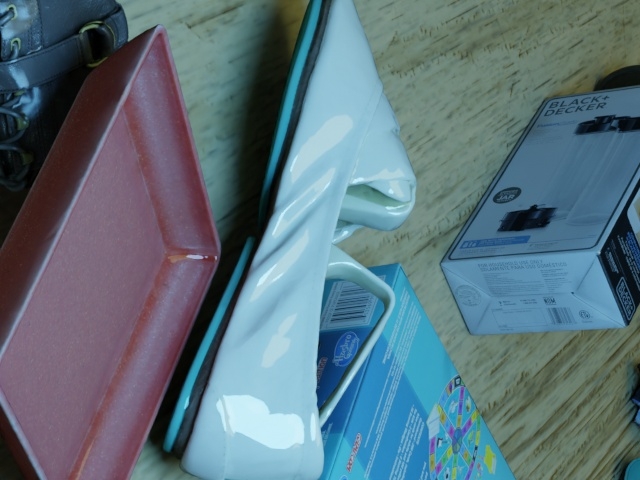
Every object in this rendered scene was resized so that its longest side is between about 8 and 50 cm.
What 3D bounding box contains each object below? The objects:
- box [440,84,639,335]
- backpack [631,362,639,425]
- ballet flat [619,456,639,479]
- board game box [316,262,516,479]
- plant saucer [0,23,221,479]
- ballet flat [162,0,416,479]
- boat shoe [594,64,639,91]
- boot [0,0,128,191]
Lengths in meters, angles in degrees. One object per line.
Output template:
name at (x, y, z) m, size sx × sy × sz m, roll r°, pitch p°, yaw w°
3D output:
box at (0.251, -0.035, 1.596) m, size 0.290 × 0.169 × 0.087 m, roll -52°, pitch 126°, yaw -42°
backpack at (0.409, 0.190, 1.870) m, size 0.114 × 0.105 × 0.084 m, roll 14°, pitch 98°, yaw -55°
ballet flat at (0.348, 0.366, 1.775) m, size 0.096 × 0.095 × 0.280 m, roll 61°, pitch 40°, yaw -51°
board game box at (0.066, 0.228, 1.354) m, size 0.336 × 0.079 × 0.254 m, roll 61°, pitch 35°, yaw -34°
plant saucer at (-0.142, 0.037, 1.048) m, size 0.259 × 0.047 × 0.258 m, roll 80°, pitch 27°, yaw -55°
ballet flat at (0.000, 0.000, 1.237) m, size 0.139 × 0.139 × 0.400 m, roll 43°, pitch 55°, yaw -46°
boat shoe at (0.329, -0.040, 1.758) m, size 0.104 × 0.110 × 0.307 m, roll 51°, pitch 48°, yaw -40°
boot at (-0.199, -0.139, 1.017) m, size 0.263 × 0.091 × 0.229 m, roll -25°, pitch 116°, yaw -46°
